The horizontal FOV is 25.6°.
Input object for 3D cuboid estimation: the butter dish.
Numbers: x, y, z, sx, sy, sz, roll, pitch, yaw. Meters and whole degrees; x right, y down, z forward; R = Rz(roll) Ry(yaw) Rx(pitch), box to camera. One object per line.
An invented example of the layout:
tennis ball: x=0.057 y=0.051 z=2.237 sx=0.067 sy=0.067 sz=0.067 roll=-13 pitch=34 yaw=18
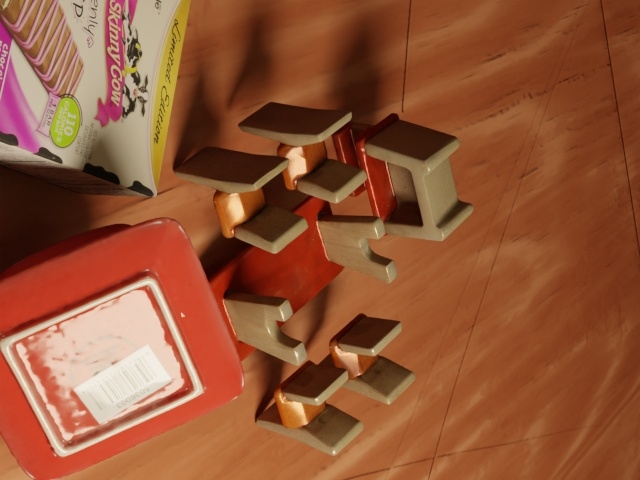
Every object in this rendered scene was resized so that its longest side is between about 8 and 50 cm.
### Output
butter dish: x=-0.152 y=0.053 z=0.928 sx=0.160 sy=0.118 sz=0.160 roll=-24 pitch=124 yaw=-8

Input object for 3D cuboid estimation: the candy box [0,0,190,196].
candy box: x=-0.183 y=-0.128 z=0.883 sx=0.233 sy=0.071 sz=0.159 roll=20 pitch=76 yaw=-58

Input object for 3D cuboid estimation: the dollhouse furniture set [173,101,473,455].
dollhouse furniture set: x=0.000 y=0.000 z=1.187 sx=0.259 sy=0.135 sz=0.262 roll=-40 pitch=128 yaw=-35
